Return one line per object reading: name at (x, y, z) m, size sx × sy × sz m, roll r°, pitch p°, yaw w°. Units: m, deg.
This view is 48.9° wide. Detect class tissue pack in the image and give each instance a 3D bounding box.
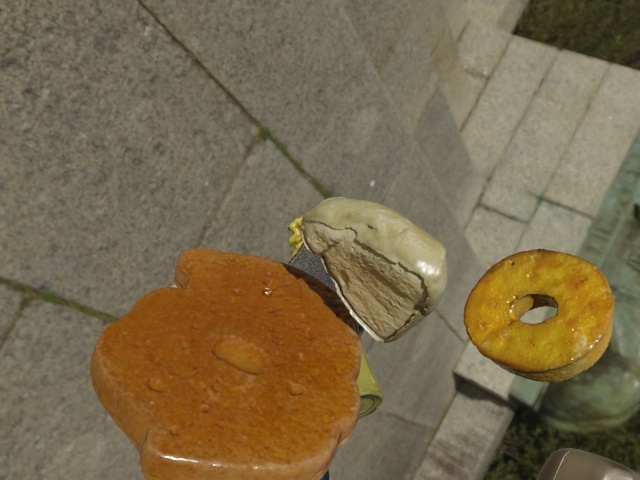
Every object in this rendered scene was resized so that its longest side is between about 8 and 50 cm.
tissue pack at (0.742, 0.717, 1.847) m, size 0.387 × 0.277 × 0.267 m, roll 31°, pitch 77°, yaw -21°

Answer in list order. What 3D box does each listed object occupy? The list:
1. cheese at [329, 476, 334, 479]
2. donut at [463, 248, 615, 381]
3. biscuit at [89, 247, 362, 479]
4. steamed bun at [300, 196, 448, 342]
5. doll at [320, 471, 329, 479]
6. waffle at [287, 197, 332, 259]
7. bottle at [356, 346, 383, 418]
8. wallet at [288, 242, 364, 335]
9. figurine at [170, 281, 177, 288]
cheese at (-0.021, 0.766, 1.812) m, size 0.328 × 0.351 × 0.129 m, roll -44°, pitch -170°, yaw 14°
donut at (0.452, 0.161, 1.445) m, size 0.303 × 0.303 × 0.110 m, roll -53°, pitch 132°, yaw -19°
biscuit at (-0.106, 0.165, 0.969) m, size 0.455 × 0.349 × 0.078 m, roll -55°, pitch 162°, yaw -58°
steamed bun at (0.079, 0.014, 0.946) m, size 0.110 × 0.212 × 0.231 m, roll -40°, pitch 172°, yaw -29°
doll at (-0.097, 0.420, 1.155) m, size 0.186 × 0.199 × 0.322 m, roll 11°, pitch 125°, yaw -22°
waffle at (0.000, 0.000, 1.726) m, size 0.211 × 0.160 × 0.055 m, roll -32°, pitch -179°, yaw -44°
bottle at (0.040, 0.330, 2.009) m, size 0.171 × 0.351 × 0.172 m, roll -14°, pitch 142°, yaw -12°
wallet at (0.011, 0.115, 1.491) m, size 0.262 × 0.221 × 0.071 m, roll -59°, pitch 147°, yaw -4°
figurine at (-0.373, 0.207, 2.063) m, size 0.147 × 0.093 × 0.197 m, roll -24°, pitch 98°, yaw -50°
